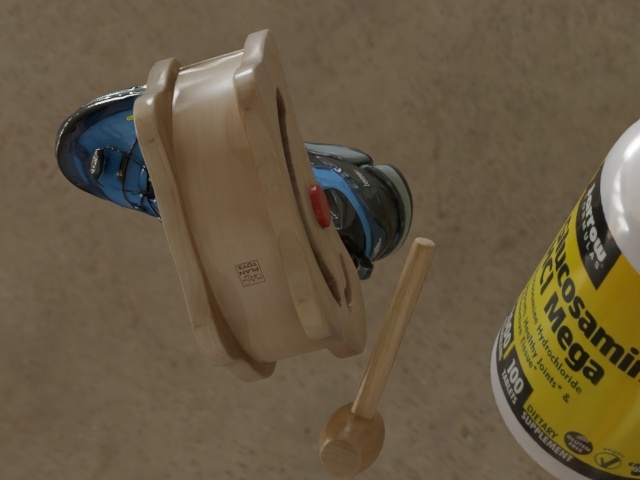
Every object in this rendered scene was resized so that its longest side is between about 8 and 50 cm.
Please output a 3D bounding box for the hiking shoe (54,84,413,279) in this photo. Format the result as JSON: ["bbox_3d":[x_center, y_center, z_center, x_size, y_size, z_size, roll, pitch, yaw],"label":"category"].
[{"bbox_3d":[-0.082,-0.048,1.289,0.304,0.132,0.113,13,110,17],"label":"hiking shoe"}]

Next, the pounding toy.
[{"bbox_3d":[0.000,0.000,1.014,0.155,0.154,0.269,-15,93,12],"label":"pounding toy"}]

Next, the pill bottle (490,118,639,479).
[{"bbox_3d":[0.257,0.026,1.149,0.188,0.334,0.188,9,51,-12],"label":"pill bottle"}]
